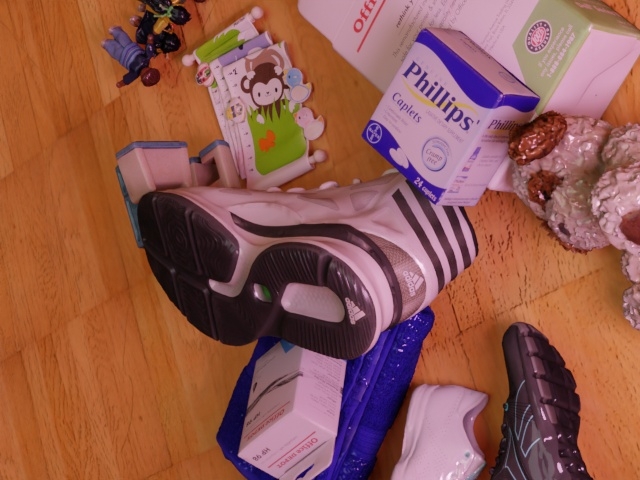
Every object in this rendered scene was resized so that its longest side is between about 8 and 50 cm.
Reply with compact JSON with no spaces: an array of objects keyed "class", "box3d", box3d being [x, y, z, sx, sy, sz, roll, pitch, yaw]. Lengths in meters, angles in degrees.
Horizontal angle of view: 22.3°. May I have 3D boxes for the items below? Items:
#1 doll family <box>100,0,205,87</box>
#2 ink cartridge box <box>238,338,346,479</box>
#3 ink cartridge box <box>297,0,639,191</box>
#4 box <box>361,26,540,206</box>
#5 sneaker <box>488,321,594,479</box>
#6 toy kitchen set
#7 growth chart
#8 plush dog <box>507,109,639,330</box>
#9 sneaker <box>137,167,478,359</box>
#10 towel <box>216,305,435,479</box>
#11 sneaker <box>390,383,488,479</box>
[{"class":"doll family","box3d":[-0.212,-0.282,2.111,0.111,0.076,0.193,43,121,30]},{"class":"ink cartridge box","box3d":[-0.030,0.184,1.767,0.104,0.060,0.180,-42,25,35]},{"class":"ink cartridge box","box3d":[0.152,-0.232,1.741,0.353,0.119,0.207,46,119,33]},{"class":"box","box3d":[0.129,-0.124,1.631,0.126,0.072,0.137,45,118,31]},{"class":"sneaker","box3d":[0.214,0.212,1.655,0.106,0.101,0.267,-25,62,28]},{"class":"toy kitchen set","box3d":[-0.221,-0.079,2.024,0.207,0.166,0.122,-31,70,44]},{"class":"growth chart","box3d":[-0.079,-0.170,2.015,0.172,0.021,0.237,-35,67,36]},{"class":"plush dog","box3d":[0.288,-0.054,1.563,0.225,0.262,0.210,18,67,28]},{"class":"sneaker","box3d":[0.001,0.001,1.812,0.447,0.257,0.169,15,124,50]},{"class":"towel","box3d":[-0.008,0.164,1.897,0.228,0.076,0.308,35,111,37]},{"class":"sneaker","box3d":[0.132,0.253,1.739,0.094,0.080,0.212,-1,65,27]}]
